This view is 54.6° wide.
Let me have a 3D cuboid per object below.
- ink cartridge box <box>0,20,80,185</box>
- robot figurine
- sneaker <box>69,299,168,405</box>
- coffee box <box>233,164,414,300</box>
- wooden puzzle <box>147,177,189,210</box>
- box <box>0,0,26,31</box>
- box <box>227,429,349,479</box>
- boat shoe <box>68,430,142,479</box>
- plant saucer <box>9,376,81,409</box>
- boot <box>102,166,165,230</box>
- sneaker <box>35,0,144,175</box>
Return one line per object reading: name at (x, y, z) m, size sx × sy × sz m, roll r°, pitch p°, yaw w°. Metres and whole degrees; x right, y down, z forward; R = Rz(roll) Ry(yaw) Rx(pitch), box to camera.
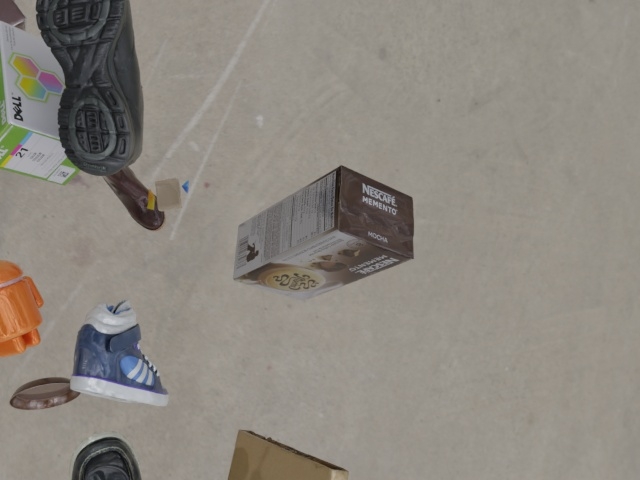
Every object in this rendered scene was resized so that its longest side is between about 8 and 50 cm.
ink cartridge box at (-0.442, -0.200, 0.828) m, size 0.255 × 0.097 × 0.189 m, roll 16°, pitch 48°, yaw -51°
robot figurine at (-0.679, 0.136, 1.327) m, size 0.158 × 0.128 × 0.219 m, roll -23°, pitch 100°, yaw -29°
sneaker at (-0.460, 0.269, 1.513) m, size 0.323 × 0.130 × 0.236 m, roll 42°, pitch 51°, yaw -58°
coffee box at (0.000, 0.000, 1.083) m, size 0.168 × 0.297 × 0.119 m, roll 21°, pitch 60°, yaw -35°
wooden puzzle at (-0.362, -0.109, 1.481) m, size 0.014 × 0.116 × 0.079 m, roll -15°, pitch 104°, yaw -69°
box at (-0.726, -0.505, 1.160) m, size 0.143 × 0.191 × 0.381 m, roll -41°, pitch 101°, yaw -24°
box at (-0.050, 0.292, 0.567) m, size 0.021 × 0.164 × 0.201 m, roll 20°, pitch 76°, yaw -35°
boat shoe at (-0.239, 0.325, 0.730) m, size 0.084 × 0.079 × 0.233 m, roll -15°, pitch 120°, yaw -32°
plant saucer at (-0.693, 0.383, 1.565) m, size 0.168 × 0.168 × 0.029 m, roll 1°, pitch 55°, yaw -32°
boot at (-0.517, -0.138, 1.622) m, size 0.090 × 0.207 × 0.248 m, roll -38°, pitch 78°, yaw -1°
sneaker at (-0.281, -0.227, 0.794) m, size 0.109 × 0.130 × 0.286 m, roll 1°, pitch 97°, yaw 2°
